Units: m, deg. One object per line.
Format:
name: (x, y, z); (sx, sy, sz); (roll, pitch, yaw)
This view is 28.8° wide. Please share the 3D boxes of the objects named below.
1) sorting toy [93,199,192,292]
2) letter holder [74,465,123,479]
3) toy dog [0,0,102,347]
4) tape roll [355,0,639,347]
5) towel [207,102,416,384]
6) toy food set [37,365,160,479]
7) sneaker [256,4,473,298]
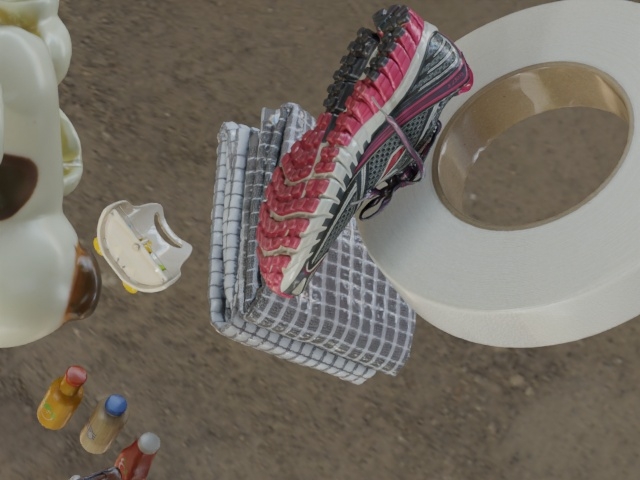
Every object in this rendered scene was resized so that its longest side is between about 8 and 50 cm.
sorting toy: (-0.146, 0.002, 1.065); (0.083, 0.045, 0.075); (53, 39, 0)
letter holder: (-0.312, 0.335, 1.186); (0.214, 0.302, 0.152); (-15, 82, -30)
toy dog: (-0.384, -0.074, 1.476); (0.284, 0.395, 0.408); (-19, 118, -30)
tape roll: (0.219, -0.077, 1.240); (0.392, 0.392, 0.072); (-49, 136, -9)
towel: (0.000, 0.000, 1.434); (0.235, 0.121, 0.284); (22, 59, -35)
toy food set: (-0.241, 0.259, 1.391); (0.111, 0.232, 0.104); (1, 146, -28)
sneaker: (0.041, -0.072, 1.191); (0.112, 0.121, 0.299); (31, 92, -26)
